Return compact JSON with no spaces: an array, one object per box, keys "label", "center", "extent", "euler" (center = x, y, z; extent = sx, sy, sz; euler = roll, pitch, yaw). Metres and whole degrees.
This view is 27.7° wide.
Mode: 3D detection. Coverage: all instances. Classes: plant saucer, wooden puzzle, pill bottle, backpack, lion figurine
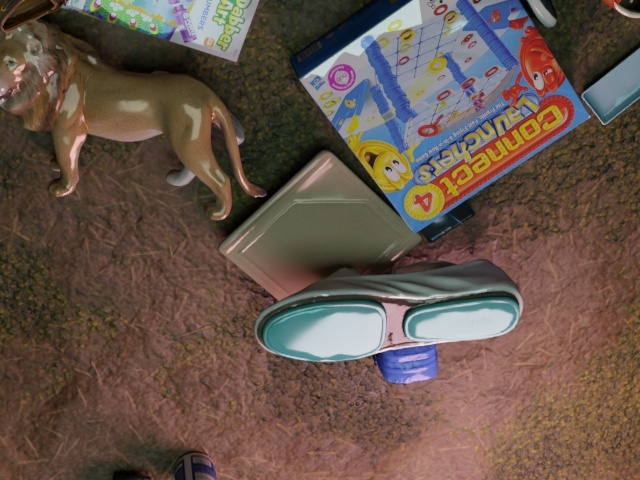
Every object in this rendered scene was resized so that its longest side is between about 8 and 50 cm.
[{"label":"plant saucer","center":[0.469,-0.252,1.884],"extent":[0.192,0.018,0.067],"euler":[-38,118,12]},{"label":"wooden puzzle","center":[0.000,0.000,1.925],"extent":[0.221,0.044,0.239],"euler":[-42,122,12]},{"label":"pill bottle","center":[-0.196,0.396,2.053],"extent":[0.067,0.120,0.067],"euler":[-4,118,-7]},{"label":"backpack","center":[0.125,0.160,1.984],"extent":[0.098,0.120,0.101],"euler":[-12,119,-3]},{"label":"lion figurine","center":[-0.256,-0.172,1.713],"extent":[0.392,0.142,0.240],"euler":[5,120,-5]}]

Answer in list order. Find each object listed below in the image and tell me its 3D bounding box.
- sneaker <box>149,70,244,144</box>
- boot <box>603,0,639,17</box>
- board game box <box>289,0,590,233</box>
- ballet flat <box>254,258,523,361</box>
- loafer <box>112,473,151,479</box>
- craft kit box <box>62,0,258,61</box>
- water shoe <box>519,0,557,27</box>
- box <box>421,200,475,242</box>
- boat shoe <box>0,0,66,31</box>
[{"label":"sneaker","center":[-0.179,-0.172,1.795],"extent":[0.158,0.061,0.065],"euler":[33,118,-13]},{"label":"boot","center":[0.386,-0.360,1.774],"extent":[0.158,0.084,0.059],"euler":[29,111,-21]},{"label":"board game box","center":[0.169,-0.213,1.811],"extent":[0.308,0.086,0.302],"euler":[-34,118,9]},{"label":"ballet flat","center":[0.094,0.093,1.907],"extent":[0.400,0.139,0.139],"euler":[-5,119,-10]},{"label":"loafer","center":[-0.302,0.452,2.101],"extent":[0.061,0.062,0.170],"euler":[-4,120,-13]},{"label":"craft kit box","center":[-0.184,-0.383,1.678],"extent":[0.247,0.061,0.249],"euler":[14,115,-19]},{"label":"water shoe","center":[0.286,-0.380,1.751],"extent":[0.080,0.073,0.203],"euler":[-34,119,6]},{"label":"box","center":[0.180,-0.044,1.942],"extent":[0.083,0.018,0.067],"euler":[-33,119,8]},{"label":"boat shoe","center":[-0.333,-0.311,1.608],"extent":[0.178,0.060,0.064],"euler":[-30,145,-9]}]
